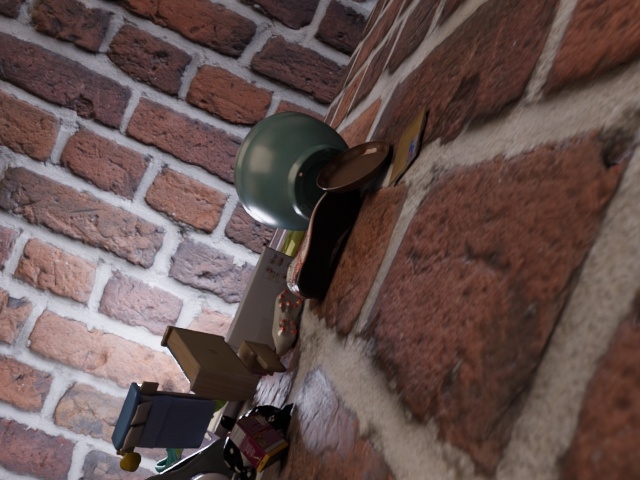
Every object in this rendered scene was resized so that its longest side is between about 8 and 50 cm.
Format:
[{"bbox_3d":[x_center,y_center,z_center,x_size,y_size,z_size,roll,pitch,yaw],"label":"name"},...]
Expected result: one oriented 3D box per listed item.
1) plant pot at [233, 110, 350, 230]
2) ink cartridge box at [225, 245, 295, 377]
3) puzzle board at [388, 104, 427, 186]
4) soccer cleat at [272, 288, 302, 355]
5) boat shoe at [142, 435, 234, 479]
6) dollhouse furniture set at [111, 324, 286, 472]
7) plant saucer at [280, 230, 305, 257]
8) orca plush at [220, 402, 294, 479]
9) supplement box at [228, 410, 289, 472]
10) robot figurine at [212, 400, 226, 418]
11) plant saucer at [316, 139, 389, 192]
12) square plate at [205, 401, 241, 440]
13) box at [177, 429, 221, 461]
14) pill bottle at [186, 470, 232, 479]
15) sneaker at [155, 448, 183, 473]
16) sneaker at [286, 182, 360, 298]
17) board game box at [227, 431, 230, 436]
[{"bbox_3d":[-0.030,-0.147,1.390,0.196,0.293,0.293,28,95,54],"label":"plant pot"},{"bbox_3d":[-0.177,0.219,1.661,0.272,0.130,0.309,124,167,-58],"label":"ink cartridge box"},{"bbox_3d":[0.157,-0.167,1.044,0.096,0.011,0.128,127,164,-53],"label":"puzzle board"},{"bbox_3d":[-0.084,0.188,1.394,0.196,0.068,0.076,-87,19,-60],"label":"soccer cleat"},{"bbox_3d":[-0.299,0.536,1.275,0.303,0.114,0.091,-21,-19,-27],"label":"boat shoe"},{"bbox_3d":[-0.242,0.374,1.242,0.198,0.287,0.303,33,101,54],"label":"dollhouse furniture set"},{"bbox_3d":[-0.110,0.024,2.110,0.241,0.037,0.240,-156,90,-82],"label":"plant saucer"},{"bbox_3d":[-0.153,0.381,1.147,0.287,0.102,0.151,130,162,-61],"label":"orca plush"},{"bbox_3d":[-0.104,0.334,0.983,0.055,0.083,0.043,-11,-45,-53],"label":"supplement box"},{"bbox_3d":[-0.306,0.458,1.699,0.101,0.067,0.115,-56,4,-36],"label":"robot figurine"},{"bbox_3d":[0.072,-0.149,1.224,0.169,0.029,0.168,-26,27,14],"label":"plant saucer"},{"bbox_3d":[-0.319,0.581,1.832,0.344,0.049,0.347,158,135,-77],"label":"square plate"},{"bbox_3d":[-0.345,0.635,1.629,0.137,0.036,0.225,13,77,41],"label":"box"},{"bbox_3d":[-0.216,0.511,1.149,0.186,0.112,0.112,133,159,-64],"label":"pill bottle"},{"bbox_3d":[-0.447,0.652,1.891,0.107,0.110,0.275,-101,35,-76],"label":"sneaker"},{"bbox_3d":[-0.001,0.000,1.301,0.145,0.090,0.270,156,134,-74],"label":"sneaker"},{"bbox_3d":[-0.242,0.538,1.516,0.168,0.033,0.133,-94,29,-72],"label":"board game box"}]
